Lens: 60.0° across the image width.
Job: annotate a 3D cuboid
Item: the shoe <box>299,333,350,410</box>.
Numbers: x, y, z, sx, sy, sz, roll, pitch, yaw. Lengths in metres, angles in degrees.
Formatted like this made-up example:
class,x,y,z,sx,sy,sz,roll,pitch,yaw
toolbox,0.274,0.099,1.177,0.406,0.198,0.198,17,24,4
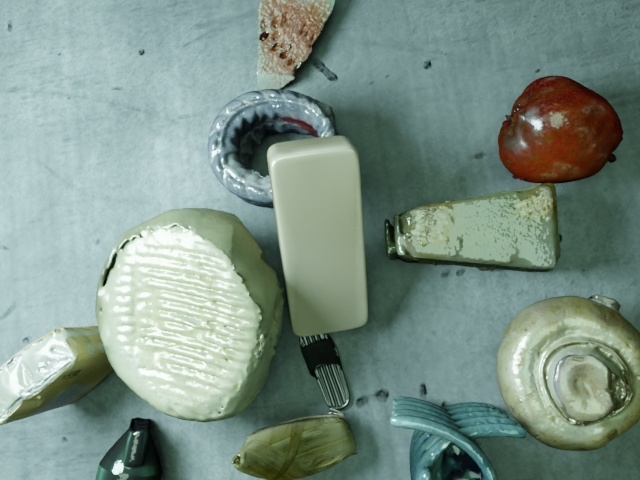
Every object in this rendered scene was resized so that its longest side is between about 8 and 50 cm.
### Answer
class,x,y,z,sx,sy,sz,roll,pitch,yaw
shoe,0.008,0.232,1.003,0.062,0.053,0.159,-24,82,7

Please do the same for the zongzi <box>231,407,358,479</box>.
class,x,y,z,sx,sy,sz,roll,pitch,yaw
zongzi,-0.043,0.344,0.919,0.194,0.197,0.099,-16,70,2

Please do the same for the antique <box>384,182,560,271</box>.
class,x,y,z,sx,sy,sz,roll,pitch,yaw
antique,0.255,-0.014,0.965,0.284,0.125,0.150,-3,81,7

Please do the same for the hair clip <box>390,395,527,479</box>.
class,x,y,z,sx,sy,sz,roll,pitch,yaw
hair clip,0.188,0.372,0.829,0.391,0.318,0.239,3,80,10

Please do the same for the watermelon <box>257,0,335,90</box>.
class,x,y,z,sx,sy,sz,roll,pitch,yaw
watermelon,-0.070,-0.406,1.096,0.154,0.094,0.241,17,86,0

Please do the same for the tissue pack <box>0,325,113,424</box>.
class,x,y,z,sx,sy,sz,roll,pitch,yaw
tissue pack,-0.457,0.228,0.980,0.186,0.222,0.090,-39,81,0

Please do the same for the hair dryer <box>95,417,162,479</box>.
class,x,y,z,sx,sy,sz,roll,pitch,yaw
hair dryer,-0.255,0.467,0.990,0.302,0.116,0.244,12,84,-2

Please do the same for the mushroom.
class,x,y,z,sx,sy,sz,roll,pitch,yaw
mushroom,0.407,0.205,0.888,0.254,0.184,0.255,-1,86,21

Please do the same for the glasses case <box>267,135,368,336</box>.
class,x,y,z,sx,sy,sz,roll,pitch,yaw
glasses case,0.000,0.000,0.925,0.143,0.076,0.337,-7,117,-5

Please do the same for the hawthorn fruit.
class,x,y,z,sx,sy,sz,roll,pitch,yaw
hawthorn fruit,0.415,-0.178,0.950,0.202,0.185,0.185,19,85,-4

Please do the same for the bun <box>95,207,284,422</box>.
class,x,y,z,sx,sy,sz,roll,pitch,yaw
bun,-0.210,0.120,0.968,0.359,0.211,0.360,1,93,17

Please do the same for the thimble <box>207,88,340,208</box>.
class,x,y,z,sx,sy,sz,roll,pitch,yaw
thimble,-0.075,-0.163,1.012,0.236,0.172,0.205,-22,82,7
